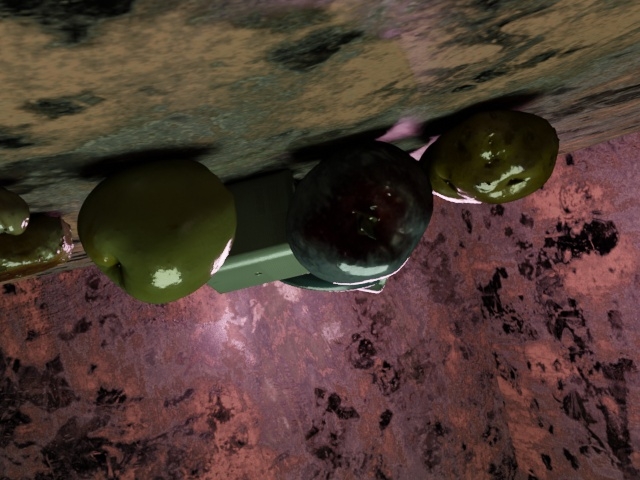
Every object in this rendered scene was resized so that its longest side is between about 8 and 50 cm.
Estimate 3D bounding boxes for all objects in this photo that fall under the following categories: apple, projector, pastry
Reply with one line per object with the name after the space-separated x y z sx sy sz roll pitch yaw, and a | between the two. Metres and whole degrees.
-0.206 -0.013 0.809 0.200 0.200 0.200 -13 180 0 | apple
-0.142 -0.012 1.216 0.243 0.177 0.163 -15 155 9 | projector
-0.518 0.018 1.056 0.192 0.093 0.182 -12 176 -44 | pastry

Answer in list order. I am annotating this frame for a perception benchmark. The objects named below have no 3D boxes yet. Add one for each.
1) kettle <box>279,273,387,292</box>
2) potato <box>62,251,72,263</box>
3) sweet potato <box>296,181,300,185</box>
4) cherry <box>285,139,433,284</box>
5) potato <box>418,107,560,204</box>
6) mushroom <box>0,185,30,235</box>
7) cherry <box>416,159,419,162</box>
0.000 0.000 1.524 0.342 0.247 0.319 11 -142 -6 | kettle
-0.576 0.022 1.276 0.138 0.070 0.091 -11 -179 -10 | potato
-0.069 -0.105 1.376 0.065 0.051 0.218 -17 178 31 | sweet potato
0.065 -0.046 1.059 0.255 0.218 0.296 -49 -176 6 | cherry
0.275 -0.137 1.109 0.195 0.176 0.369 -47 -175 -2 | potato
-0.471 0.006 0.748 0.270 0.103 0.118 -19 177 23 | mushroom
0.173 -0.116 1.400 0.176 0.140 0.176 -16 170 -3 | cherry
